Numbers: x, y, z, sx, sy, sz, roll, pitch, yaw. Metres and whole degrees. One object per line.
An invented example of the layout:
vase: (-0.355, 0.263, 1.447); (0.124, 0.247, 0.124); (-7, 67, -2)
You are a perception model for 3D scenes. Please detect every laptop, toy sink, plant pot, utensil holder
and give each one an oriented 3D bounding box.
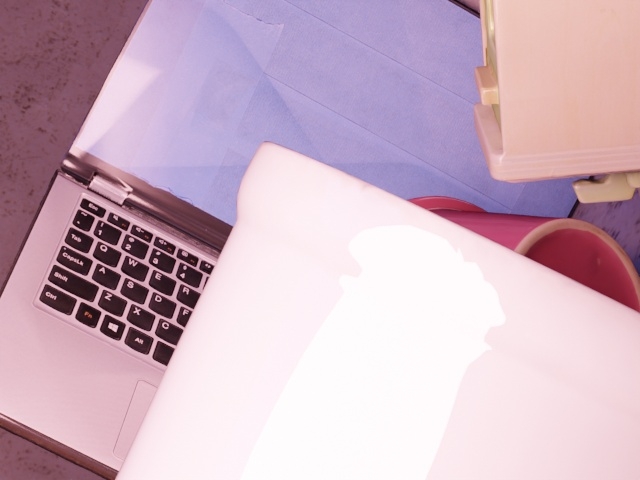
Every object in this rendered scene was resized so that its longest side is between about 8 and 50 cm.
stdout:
laptop: (0.000, 0.000, 1.316); (0.236, 0.382, 0.408); (-54, 13, 38)
toy sink: (0.168, -0.114, 1.190); (0.153, 0.131, 0.234); (-88, -8, -71)
plant pot: (0.113, 0.062, 1.206); (0.180, 0.201, 0.201); (-14, 47, 54)
utensil holder: (0.036, 0.195, 0.861); (0.385, 0.327, 0.327); (-65, 11, 0)

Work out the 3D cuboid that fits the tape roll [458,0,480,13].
tape roll: (0.181, -0.273, 1.519); (0.246, 0.246, 0.169); (-58, 12, 20)
